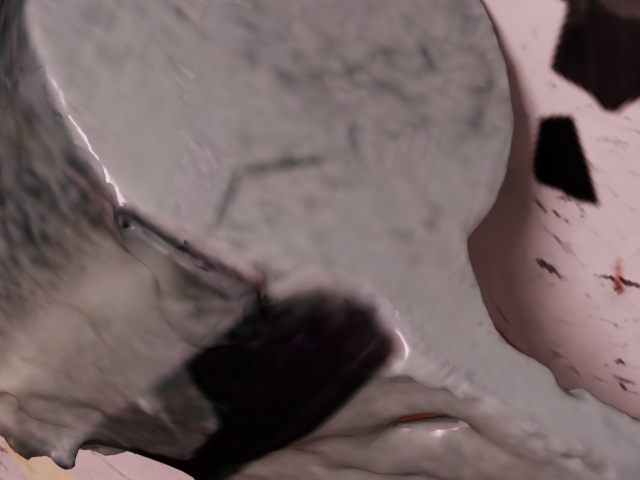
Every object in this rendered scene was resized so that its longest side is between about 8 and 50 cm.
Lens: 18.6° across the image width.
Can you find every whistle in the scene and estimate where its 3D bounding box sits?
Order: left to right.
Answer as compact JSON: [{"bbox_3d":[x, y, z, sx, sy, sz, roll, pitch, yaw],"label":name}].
[{"bbox_3d":[-0.008,0.025,0.702,0.405,0.188,0.168,53,141,3],"label":"whistle"}]
